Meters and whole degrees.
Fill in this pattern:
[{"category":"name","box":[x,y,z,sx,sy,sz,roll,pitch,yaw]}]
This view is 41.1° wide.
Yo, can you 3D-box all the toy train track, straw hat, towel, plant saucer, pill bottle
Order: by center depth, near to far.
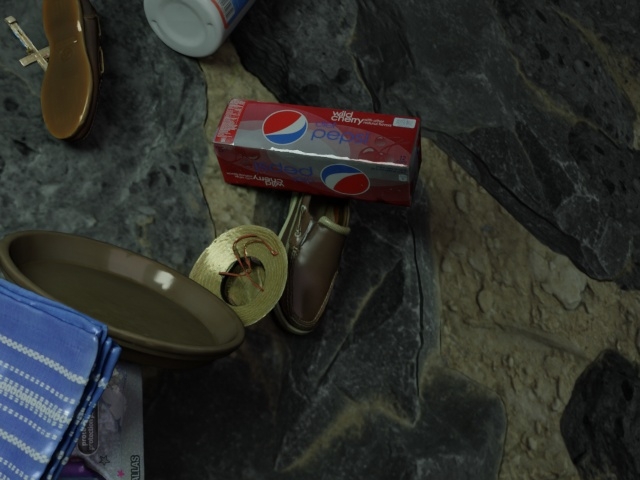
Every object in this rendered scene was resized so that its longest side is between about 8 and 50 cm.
[{"category":"towel","box":[-0.346,0.189,0.750,0.243,0.040,0.336,21,77,19]},{"category":"plant saucer","box":[-0.215,0.065,0.923,0.277,0.278,0.041,21,100,-24]},{"category":"toy train track","box":[-0.368,-0.250,1.076,0.083,0.014,0.048,52,52,-3]},{"category":"straw hat","box":[-0.094,0.057,1.091,0.061,0.144,0.145,56,35,-58]},{"category":"pill bottle","box":[-0.144,-0.371,1.204,0.124,0.124,0.222,39,54,-14]}]

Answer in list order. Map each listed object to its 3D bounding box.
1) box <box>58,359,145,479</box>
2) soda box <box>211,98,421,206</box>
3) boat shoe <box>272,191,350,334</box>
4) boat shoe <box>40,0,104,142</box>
[{"category":"box","box":[-0.265,0.245,0.840,0.142,0.163,0.247,7,67,-32]},{"category":"soda box","box":[-0.002,-0.117,1.123,0.263,0.092,0.084,9,59,13]},{"category":"boat shoe","box":[-0.007,-0.003,1.154,0.095,0.095,0.258,19,61,-25]},{"category":"boat shoe","box":[-0.303,-0.217,1.070,0.073,0.073,0.207,35,50,-67]}]
